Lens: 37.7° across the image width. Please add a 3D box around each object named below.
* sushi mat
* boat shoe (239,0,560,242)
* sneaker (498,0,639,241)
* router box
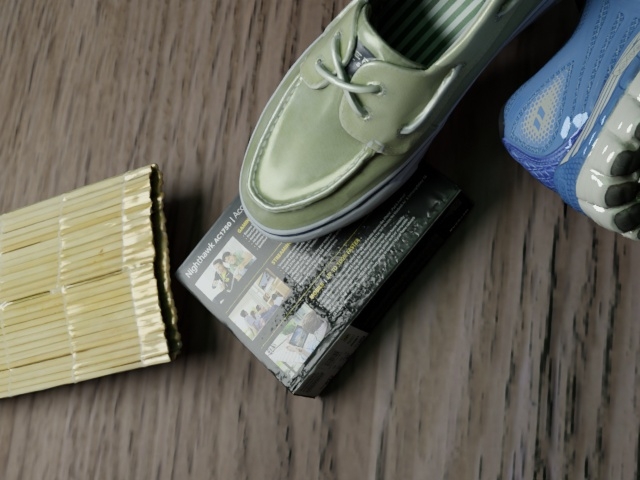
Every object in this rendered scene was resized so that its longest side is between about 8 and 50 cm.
[{"bbox_3d":[-0.246,0.049,0.738,0.316,0.019,0.151,-15,74,26],"label":"sushi mat"},{"bbox_3d":[0.042,-0.114,0.562,0.302,0.094,0.109,-47,72,22],"label":"boat shoe"},{"bbox_3d":[0.229,-0.154,0.555,0.330,0.130,0.147,-43,42,-11],"label":"sneaker"},{"bbox_3d":[0.000,0.000,0.661,0.133,0.046,0.179,41,94,25],"label":"router box"}]
